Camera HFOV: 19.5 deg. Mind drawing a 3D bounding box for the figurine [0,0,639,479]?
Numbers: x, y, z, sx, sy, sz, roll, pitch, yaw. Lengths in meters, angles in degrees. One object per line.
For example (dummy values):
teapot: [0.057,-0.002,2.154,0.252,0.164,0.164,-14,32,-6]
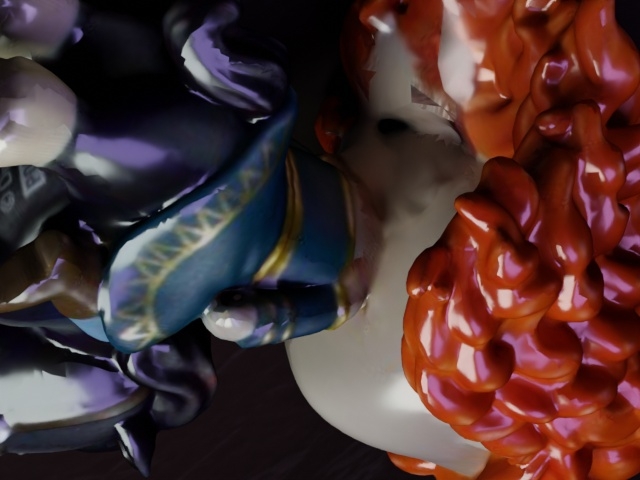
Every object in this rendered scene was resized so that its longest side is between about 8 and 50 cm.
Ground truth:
figurine: [-0.011,0.004,0.830,0.411,0.241,0.306,-3,128,-14]
